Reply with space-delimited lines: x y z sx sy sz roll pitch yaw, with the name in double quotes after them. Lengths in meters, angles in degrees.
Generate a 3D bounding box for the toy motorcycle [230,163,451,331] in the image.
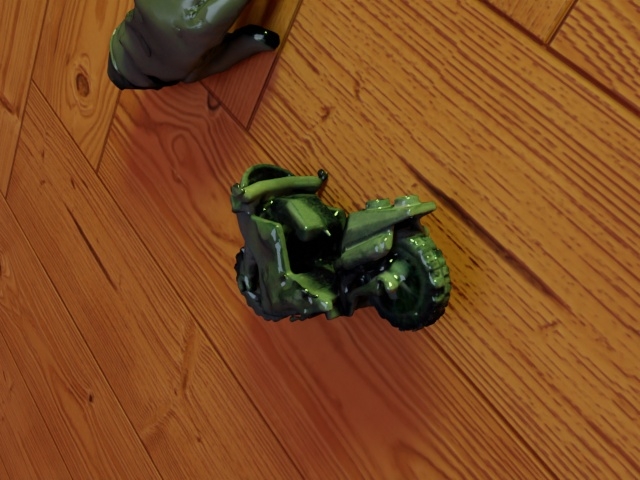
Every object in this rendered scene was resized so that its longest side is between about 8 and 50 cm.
0.000 0.000 0.642 0.270 0.106 0.159 -7 97 51 "toy motorcycle"

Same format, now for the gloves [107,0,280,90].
-0.133 -0.224 0.757 0.285 0.119 0.142 -26 109 42 "gloves"
